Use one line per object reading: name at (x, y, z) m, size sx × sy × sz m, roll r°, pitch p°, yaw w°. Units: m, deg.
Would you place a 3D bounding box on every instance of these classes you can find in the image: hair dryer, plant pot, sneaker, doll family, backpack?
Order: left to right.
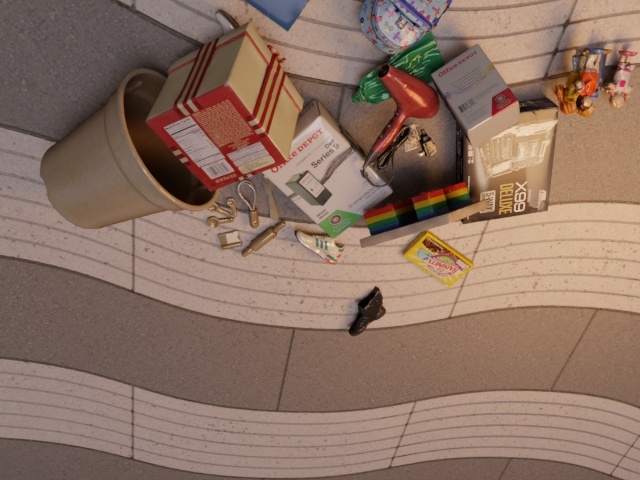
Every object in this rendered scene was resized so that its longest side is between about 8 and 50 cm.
plant pot at (-0.451, -0.176, 1.314) m, size 0.305 × 0.334 × 0.334 m, roll -20°, pitch 124°, yaw 22°
sneaker at (-0.195, -0.448, 1.289) m, size 0.061 × 0.054 × 0.152 m, roll -27°, pitch 124°, yaw 18°
sneaker at (0.000, 0.000, 1.618) m, size 0.161 × 0.057 × 0.075 m, roll 35°, pitch 97°, yaw -24°
sneaker at (0.137, 0.224, 1.779) m, size 0.170 × 0.051 × 0.089 m, roll -38°, pitch 120°, yaw 13°
hair dryer at (0.190, -0.277, 1.332) m, size 0.223 × 0.080 × 0.294 m, roll -32°, pitch 128°, yaw -22°
backpack at (0.178, -0.499, 1.235) m, size 0.158 × 0.117 × 0.173 m, roll 35°, pitch 98°, yaw -26°
doll family at (0.657, -0.383, 1.388) m, size 0.262 × 0.118 × 0.163 m, roll -12°, pitch 117°, yaw -37°

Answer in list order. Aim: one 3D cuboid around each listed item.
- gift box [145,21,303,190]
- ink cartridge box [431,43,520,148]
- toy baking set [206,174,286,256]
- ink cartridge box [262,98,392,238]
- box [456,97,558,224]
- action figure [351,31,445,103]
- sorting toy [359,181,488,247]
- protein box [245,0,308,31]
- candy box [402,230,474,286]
gift box at (-0.196, -0.281, 1.259) m, size 0.254 × 0.258 × 0.276 m, roll -12°, pitch 137°, yaw 23°
ink cartridge box at (0.363, -0.335, 1.331) m, size 0.128 × 0.176 × 0.127 m, roll -30°, pitch 161°, yaw 14°
toy baking set at (-0.197, -0.063, 1.560) m, size 0.256 × 0.030 × 0.197 m, roll -33°, pitch 121°, yaw 15°
ink cartridge box at (0.009, -0.177, 1.450) m, size 0.211 × 0.122 × 0.289 m, roll -39°, pitch 119°, yaw 18°
box at (0.487, -0.205, 1.509) m, size 0.242 × 0.077 × 0.308 m, roll -8°, pitch 123°, yaw 0°
action figure at (0.176, -0.394, 1.358) m, size 0.232 × 0.064 × 0.137 m, roll -28°, pitch 124°, yaw 8°
sorting toy at (0.259, -0.074, 1.461) m, size 0.257 × 0.255 × 0.090 m, roll -18°, pitch 90°, yaw 37°
protein box at (-0.096, -0.583, 1.158) m, size 0.201 × 0.136 × 0.200 m, roll 29°, pitch 117°, yaw -23°
candy box at (0.353, 0.056, 1.701) m, size 0.205 × 0.027 × 0.105 m, roll 32°, pitch 119°, yaw -24°
